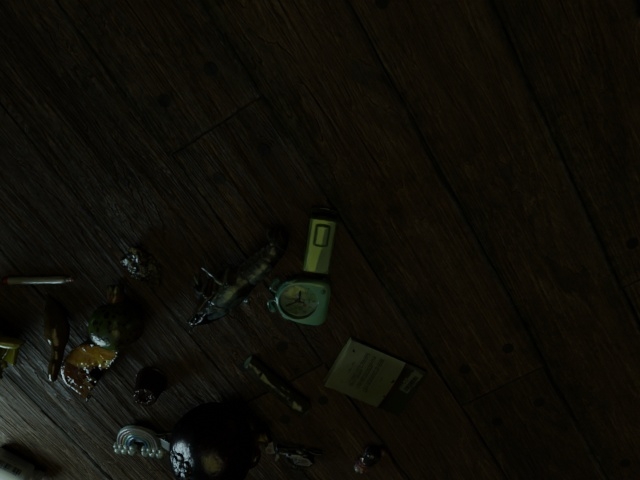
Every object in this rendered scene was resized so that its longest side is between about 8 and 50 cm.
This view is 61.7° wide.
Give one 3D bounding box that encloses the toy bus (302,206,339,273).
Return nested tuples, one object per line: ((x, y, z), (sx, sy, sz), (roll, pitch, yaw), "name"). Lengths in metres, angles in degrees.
((0.000, 0.000, 1.527), (0.088, 0.101, 0.175), (8, 111, -2), "toy bus")

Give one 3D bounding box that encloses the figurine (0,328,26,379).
((-1.049, 0.358, 1.647), (0.218, 0.169, 0.327), (34, 117, 12), "figurine")

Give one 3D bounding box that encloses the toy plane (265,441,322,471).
((-0.097, 0.748, 1.863), (0.196, 0.053, 0.078), (15, 104, -6), "toy plane")

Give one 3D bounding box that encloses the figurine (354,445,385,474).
((0.170, 0.768, 1.864), (0.072, 0.054, 0.129), (24, 113, -13), "figurine")

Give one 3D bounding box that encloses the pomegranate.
((-0.613, 0.234, 1.609), (0.159, 0.159, 0.205), (-3, 87, 2), "pomegranate")

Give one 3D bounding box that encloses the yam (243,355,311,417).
((-0.140, 0.478, 1.747), (0.061, 0.061, 0.274), (-42, 105, 16), "yam")

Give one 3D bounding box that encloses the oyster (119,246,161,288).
((-0.530, 0.090, 1.597), (0.148, 0.051, 0.103), (39, 115, -25), "oyster")

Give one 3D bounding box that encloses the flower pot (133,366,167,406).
((-0.560, 0.482, 1.735), (0.111, 0.089, 0.112), (0, 113, 0), "flower pot")

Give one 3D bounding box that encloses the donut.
((-0.727, 0.383, 1.700), (0.141, 0.085, 0.217), (38, 107, -13), "donut")

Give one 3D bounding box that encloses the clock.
((-0.065, 0.172, 1.619), (0.188, 0.060, 0.148), (11, 113, -3), "clock")

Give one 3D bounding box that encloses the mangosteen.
((-0.338, 0.661, 1.722), (0.296, 0.293, 0.298), (14, 122, 23), "mangosteen")

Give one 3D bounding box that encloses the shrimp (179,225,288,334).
((-0.255, 0.116, 1.553), (0.410, 0.166, 0.221), (-33, 135, 18), "shrimp")

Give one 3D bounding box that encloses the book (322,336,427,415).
((0.179, 0.448, 1.746), (0.289, 0.026, 0.201), (26, 110, -9), "book")

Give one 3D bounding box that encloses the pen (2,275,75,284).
((-0.853, 0.120, 1.625), (0.217, 0.026, 0.026), (-1, 112, 1), "pen")

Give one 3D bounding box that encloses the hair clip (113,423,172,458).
((-0.608, 0.686, 1.846), (0.219, 0.054, 0.140), (5, 119, 3), "hair clip")

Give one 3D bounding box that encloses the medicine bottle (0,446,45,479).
((-1.072, 0.810, 1.868), (0.186, 0.103, 0.103), (35, 108, -13), "medicine bottle")

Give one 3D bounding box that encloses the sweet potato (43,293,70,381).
((-0.810, 0.298, 1.650), (0.074, 0.075, 0.270), (-5, 86, 3), "sweet potato")
